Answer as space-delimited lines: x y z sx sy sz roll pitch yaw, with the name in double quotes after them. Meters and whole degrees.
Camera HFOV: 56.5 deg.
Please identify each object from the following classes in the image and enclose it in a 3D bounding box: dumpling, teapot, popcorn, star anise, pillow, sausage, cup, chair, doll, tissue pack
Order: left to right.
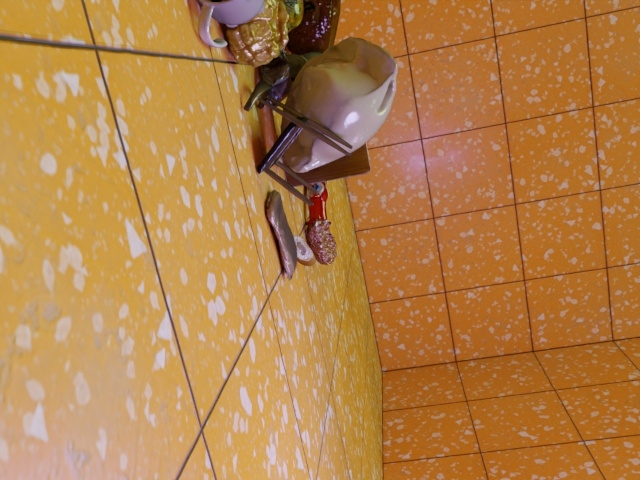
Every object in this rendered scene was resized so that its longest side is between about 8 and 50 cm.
-0.167 -0.459 1.121 0.142 0.134 0.173 32 47 -82 "cup"
-0.140 -0.483 1.279 0.163 0.140 0.194 137 -52 -79 "popcorn"
-0.129 -0.467 1.574 0.229 0.093 0.236 -98 178 -51 "star anise"
-0.121 -0.794 1.856 0.123 0.123 0.347 60 21 -68 "sausage"
-0.093 -0.017 1.469 0.135 0.034 0.211 -78 155 -60 "pillow"
-0.080 -0.233 1.426 0.272 0.166 0.188 37 15 -5 "chair"
-0.048 -0.540 1.956 0.251 0.184 0.183 -18 98 -71 "teapot"
-0.013 -0.199 2.055 0.188 0.099 0.383 67 22 -62 "doll"
0.018 -0.254 1.754 0.136 0.246 0.159 -44 123 -81 "tissue pack"
0.025 -0.372 1.606 0.233 0.395 0.315 18 28 -45 "dumpling"

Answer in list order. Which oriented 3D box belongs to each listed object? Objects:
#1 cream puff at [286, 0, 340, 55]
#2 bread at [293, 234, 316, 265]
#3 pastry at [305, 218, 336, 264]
-0.040 -0.774 2.093 0.303 0.212 0.303 8 90 -88 "cream puff"
-0.049 0.033 1.635 0.062 0.049 0.103 53 -4 28 "bread"
-0.002 0.001 1.914 0.063 0.087 0.169 32 -38 53 "pastry"
